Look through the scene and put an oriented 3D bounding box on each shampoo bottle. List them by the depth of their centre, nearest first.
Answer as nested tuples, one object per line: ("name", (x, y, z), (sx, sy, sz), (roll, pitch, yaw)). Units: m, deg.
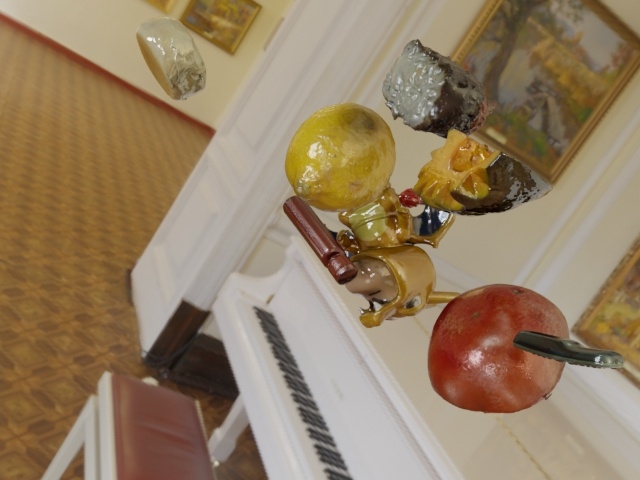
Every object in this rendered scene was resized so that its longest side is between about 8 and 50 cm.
("shampoo bottle", (0.000, 0.000, 1.722), (0.260, 0.064, 0.102), (53, 3, 33))

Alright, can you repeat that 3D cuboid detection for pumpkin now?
("pumpkin", (0.246, -0.075, 1.056), (0.149, 0.130, 0.254), (33, 9, -15))

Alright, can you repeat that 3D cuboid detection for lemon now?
("lemon", (0.036, -0.144, 1.226), (0.188, 0.188, 0.257), (35, 43, 9))

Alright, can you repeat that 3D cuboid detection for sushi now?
("sushi", (0.271, -0.355, 1.688), (0.182, 0.196, 0.343), (29, 19, -26))

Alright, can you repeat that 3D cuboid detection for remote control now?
("remote control", (0.449, 0.202, 1.273), (0.072, 0.042, 0.222), (5, 1, -31))

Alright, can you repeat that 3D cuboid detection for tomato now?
("tomato", (0.368, 0.208, 1.513), (0.143, 0.338, 0.338), (62, -5, -32))

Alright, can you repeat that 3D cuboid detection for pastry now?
("pastry", (-0.435, -0.534, 2.036), (0.264, 0.133, 0.264), (51, -20, 27))

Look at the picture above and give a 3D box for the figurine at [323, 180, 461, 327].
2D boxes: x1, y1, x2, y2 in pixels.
("figurine", (0.207, 0.020, 1.898), (0.268, 0.401, 0.386), (28, 43, -79))
